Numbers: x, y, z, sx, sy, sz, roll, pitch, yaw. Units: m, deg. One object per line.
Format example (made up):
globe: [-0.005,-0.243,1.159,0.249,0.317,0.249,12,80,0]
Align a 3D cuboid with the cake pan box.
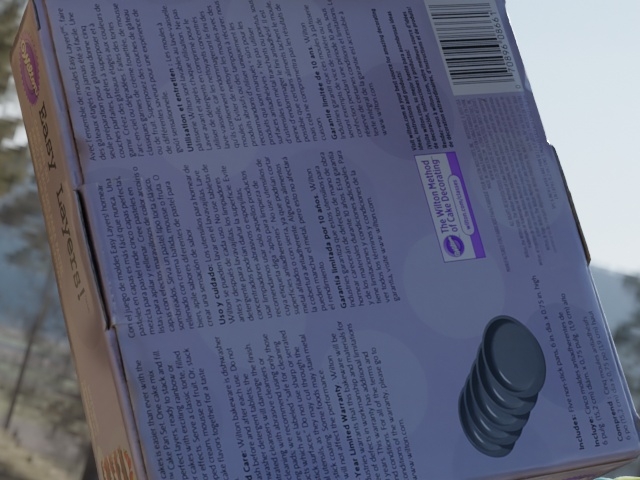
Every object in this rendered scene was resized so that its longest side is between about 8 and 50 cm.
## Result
cake pan box: [0.000,0.000,0.762,0.246,0.266,0.070,-7,-18,-28]

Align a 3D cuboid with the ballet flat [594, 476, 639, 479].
ballet flat: [0.272,0.215,1.224,0.077,0.077,0.231,27,12,40]
